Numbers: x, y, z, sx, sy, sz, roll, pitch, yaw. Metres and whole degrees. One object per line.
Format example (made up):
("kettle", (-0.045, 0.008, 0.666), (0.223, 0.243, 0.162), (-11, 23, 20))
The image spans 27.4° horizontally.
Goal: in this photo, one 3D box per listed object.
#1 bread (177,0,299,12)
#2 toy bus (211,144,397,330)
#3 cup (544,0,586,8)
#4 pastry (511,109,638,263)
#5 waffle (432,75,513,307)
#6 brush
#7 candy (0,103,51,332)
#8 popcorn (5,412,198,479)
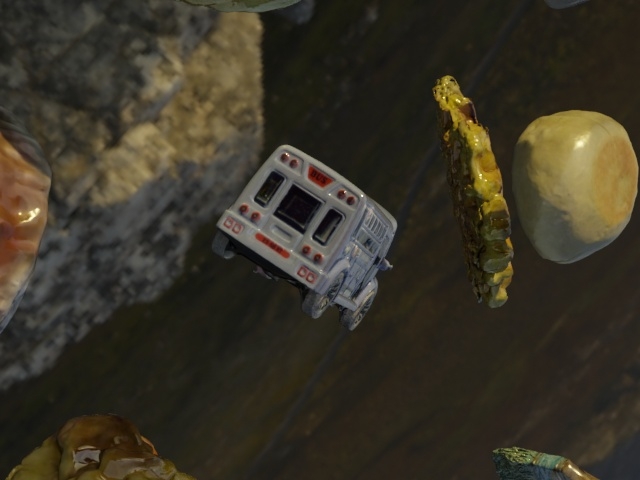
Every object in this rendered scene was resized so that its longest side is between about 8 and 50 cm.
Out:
("bread", (-0.111, -0.273, 0.766), (0.160, 0.333, 0.333), (-22, 154, -13))
("toy bus", (0.000, 0.000, 0.744), (0.076, 0.073, 0.167), (-58, 168, 0))
("cup", (0.177, -0.392, 1.029), (0.253, 0.372, 0.253), (-33, -169, 7))
("pastry", (0.255, -0.055, 1.306), (0.156, 0.092, 0.156), (-3, 95, -46))
("waffle", (0.177, -0.061, 1.530), (0.051, 0.291, 0.291), (-10, 156, 0))
("brush", (0.206, 0.185, 0.937), (0.021, 0.196, 0.070), (-49, 120, -26))
("candy", (-0.282, 0.021, 0.773), (0.289, 0.214, 0.157), (-46, 135, 15))
("popcorn", (-0.273, 0.358, 1.550), (0.332, 0.265, 0.225), (-45, 127, -44))
